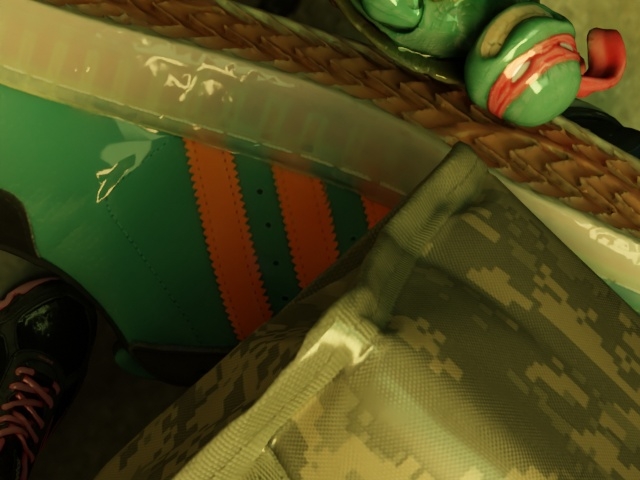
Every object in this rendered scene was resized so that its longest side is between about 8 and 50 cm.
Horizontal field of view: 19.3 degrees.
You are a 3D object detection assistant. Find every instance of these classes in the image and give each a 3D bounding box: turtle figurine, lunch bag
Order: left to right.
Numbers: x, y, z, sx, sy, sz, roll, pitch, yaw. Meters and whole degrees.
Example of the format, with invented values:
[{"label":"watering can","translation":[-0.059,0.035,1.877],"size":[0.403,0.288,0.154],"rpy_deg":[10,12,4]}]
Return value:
[{"label":"lunch bag","translation":[0.012,0.157,0.556],"size":[0.235,0.169,0.287],"rpy_deg":[44,117,-2]},{"label":"turtle figurine","translation":[0.036,-0.119,0.620],"size":[0.175,0.234,0.118],"rpy_deg":[-20,155,-38]}]

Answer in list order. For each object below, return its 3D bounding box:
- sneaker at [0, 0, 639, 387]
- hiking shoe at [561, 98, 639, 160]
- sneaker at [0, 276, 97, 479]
[{"label":"sneaker","translation":[0.000,0.000,0.641],"size":[0.302,0.108,0.121],"rpy_deg":[21,111,3]},{"label":"hiking shoe","translation":[0.063,0.091,0.719],"size":[0.113,0.132,0.304],"rpy_deg":[18,93,-30]},{"label":"sneaker","translation":[-0.111,0.069,0.664],"size":[0.047,0.057,0.119],"rpy_deg":[33,83,-28]}]
